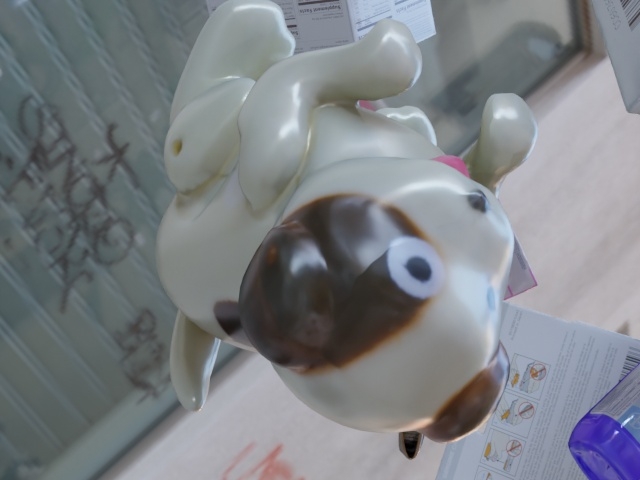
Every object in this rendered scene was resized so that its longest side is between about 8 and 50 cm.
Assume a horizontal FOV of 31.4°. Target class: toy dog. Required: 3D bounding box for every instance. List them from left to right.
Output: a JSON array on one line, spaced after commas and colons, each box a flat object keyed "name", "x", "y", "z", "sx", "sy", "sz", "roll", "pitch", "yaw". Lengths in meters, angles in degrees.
[{"name": "toy dog", "x": 0.000, "y": 0.000, "z": 0.944, "sx": 0.284, "sy": 0.395, "sz": 0.408, "roll": 42, "pitch": -1, "yaw": -27}]

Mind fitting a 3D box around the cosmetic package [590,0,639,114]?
[{"name": "cosmetic package", "x": 0.447, "y": -0.207, "z": 1.033, "sx": 0.156, "sy": 0.385, "sz": 0.217, "roll": 124, "pitch": -36, "yaw": -50}]

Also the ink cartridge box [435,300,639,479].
[{"name": "ink cartridge box", "x": 0.294, "y": 0.235, "z": 1.449, "sx": 0.239, "sy": 0.275, "sz": 0.060, "roll": 17, "pitch": -2, "yaw": 37}]

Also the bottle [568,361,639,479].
[{"name": "bottle", "x": 0.391, "y": 0.161, "z": 1.198, "sx": 0.118, "sy": 0.283, "sz": 0.092, "roll": 54, "pitch": -19, "yaw": -4}]

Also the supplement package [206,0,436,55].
[{"name": "supplement package", "x": 0.000, "y": -0.340, "z": 1.676, "sx": 0.262, "sy": 0.204, "sz": 0.145, "roll": 4, "pitch": -66, "yaw": 39}]

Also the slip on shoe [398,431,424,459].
[{"name": "slip on shoe", "x": 0.149, "y": 0.292, "z": 1.851, "sx": 0.041, "sy": 0.051, "sz": 0.135, "roll": -82, "pitch": 179, "yaw": -74}]

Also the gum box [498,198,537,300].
[{"name": "gum box", "x": 0.245, "y": -0.019, "z": 1.660, "sx": 0.107, "sy": 0.062, "sz": 0.188, "roll": -95, "pitch": 159, "yaw": -69}]
